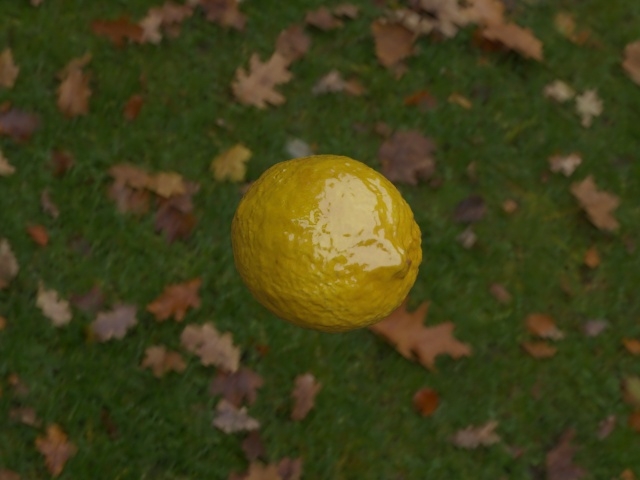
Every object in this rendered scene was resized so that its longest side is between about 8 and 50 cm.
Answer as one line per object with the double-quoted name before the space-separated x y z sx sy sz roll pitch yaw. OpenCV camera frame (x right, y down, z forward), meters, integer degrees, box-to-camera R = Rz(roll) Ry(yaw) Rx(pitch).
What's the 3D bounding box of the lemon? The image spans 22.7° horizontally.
"lemon" 0.000 0.000 1.272 0.142 0.142 0.187 -12 17 -33
